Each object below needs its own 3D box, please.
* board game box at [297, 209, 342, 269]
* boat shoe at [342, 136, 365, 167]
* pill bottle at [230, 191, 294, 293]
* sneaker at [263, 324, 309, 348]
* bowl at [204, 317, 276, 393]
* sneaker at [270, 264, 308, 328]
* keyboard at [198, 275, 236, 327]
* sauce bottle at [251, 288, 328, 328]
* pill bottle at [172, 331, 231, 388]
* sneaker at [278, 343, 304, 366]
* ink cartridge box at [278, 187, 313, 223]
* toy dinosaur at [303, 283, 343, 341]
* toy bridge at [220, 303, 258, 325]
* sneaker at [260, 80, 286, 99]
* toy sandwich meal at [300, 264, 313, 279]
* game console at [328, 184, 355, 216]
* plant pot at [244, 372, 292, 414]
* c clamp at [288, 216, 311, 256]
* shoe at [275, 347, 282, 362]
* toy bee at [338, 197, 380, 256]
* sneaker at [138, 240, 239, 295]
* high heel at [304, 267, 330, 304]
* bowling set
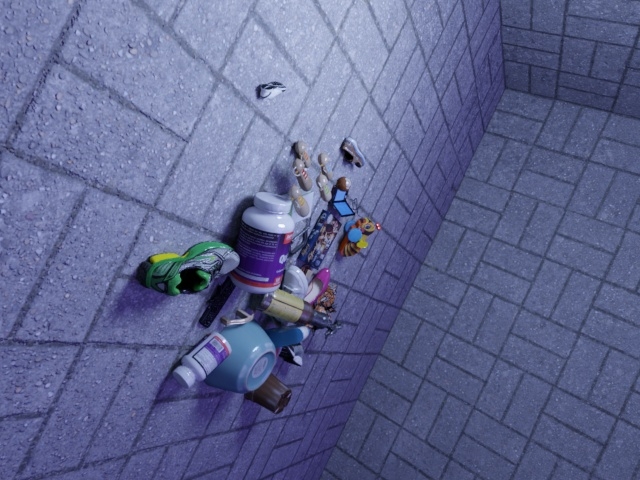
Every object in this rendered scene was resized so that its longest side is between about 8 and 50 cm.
[{"bbox_3d":[0.000,0.000,2.091,0.243,0.042,0.165,-62,153,-5],"label":"board game box"},{"bbox_3d":[0.134,-0.366,2.015,0.066,0.066,0.183,-54,141,-12],"label":"boat shoe"},{"bbox_3d":[-0.194,0.008,1.596,0.181,0.181,0.323,-16,126,-56],"label":"pill bottle"},{"bbox_3d":[-0.155,0.404,1.966,0.092,0.228,0.088,-3,85,-66],"label":"sneaker"},{"bbox_3d":[-0.292,0.472,1.830,0.311,0.163,0.312,-41,145,-37],"label":"bowl"},{"bbox_3d":[-0.142,0.255,1.979,0.169,0.108,0.293,-44,148,-41],"label":"sneaker"},{"bbox_3d":[-0.356,0.221,1.643,0.192,0.038,0.100,-60,153,-13],"label":"keyboard"},{"bbox_3d":[-0.113,0.280,1.889,0.344,0.111,0.111,29,85,-32],"label":"sauce bottle"},{"bbox_3d":[-0.413,0.418,1.625,0.193,0.108,0.108,-42,145,-37],"label":"pill bottle"},{"bbox_3d":[-0.143,0.517,2.227,0.271,0.100,0.108,65,41,-61],"label":"sneaker"},{"bbox_3d":[-0.115,-0.121,1.761,0.209,0.062,0.109,-28,135,-50],"label":"ink cartridge box"},{"bbox_3d":[-0.011,0.362,2.307,0.322,0.164,0.218,-37,130,-19],"label":"toy dinosaur"},{"bbox_3d":[-0.293,0.287,1.782,0.188,0.063,0.026,-18,127,-55],"label":"toy bridge"},{"bbox_3d":[-0.150,-0.464,1.450,0.109,0.040,0.044,-28,152,-45],"label":"sneaker"},{"bbox_3d":[-0.068,0.149,2.107,0.085,0.029,0.086,-42,145,-38],"label":"toy sandwich meal"},{"bbox_3d":[0.109,-0.180,2.090,0.144,0.085,0.124,-13,123,-58],"label":"game console"},{"bbox_3d":[-0.229,0.691,2.123,0.167,0.165,0.167,-43,146,-38],"label":"plant pot"},{"bbox_3d":[-0.091,-0.008,1.951,0.161,0.022,0.137,-46,152,-36],"label":"c clamp"},{"bbox_3d":[-0.227,0.512,2.086,0.081,0.063,0.178,-28,140,-57],"label":"shoe"},{"bbox_3d":[0.203,-0.040,2.257,0.298,0.162,0.195,116,-21,-50],"label":"toy bee"},{"bbox_3d":[-0.364,0.100,1.408,0.343,0.146,0.134,-21,129,-55],"label":"sneaker"},{"bbox_3d":[-0.038,0.233,2.177,0.244,0.082,0.117,-54,165,7],"label":"high heel"},{"bbox_3d":[-0.001,-0.235,1.634,0.154,0.199,0.287,65,20,-58],"label":"bowling set"}]
